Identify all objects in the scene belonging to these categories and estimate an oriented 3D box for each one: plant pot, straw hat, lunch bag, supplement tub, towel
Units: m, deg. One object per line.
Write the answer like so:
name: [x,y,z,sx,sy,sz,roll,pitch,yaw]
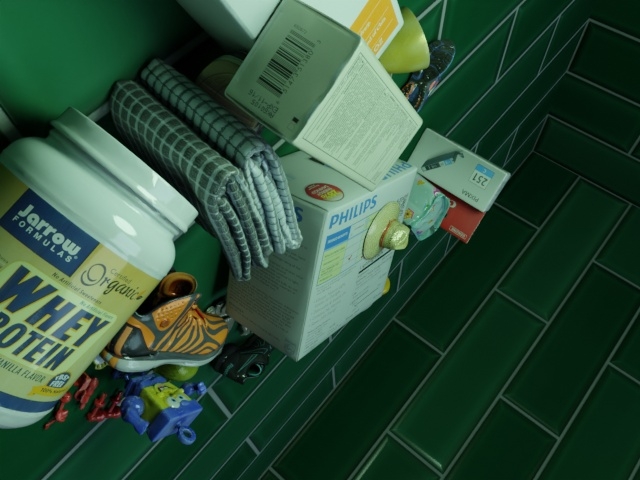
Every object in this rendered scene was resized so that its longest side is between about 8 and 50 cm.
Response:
plant pot: [0.155,-0.405,1.171,0.095,0.134,0.134,-25,155,-1]
straw hat: [0.155,-0.010,1.174,0.144,0.061,0.144,-44,150,-34]
lunch bag: [0.250,-0.122,1.632,0.160,0.223,0.262,-50,160,5]
supplement tub: [-0.318,0.026,0.651,0.316,0.228,0.228,-52,159,-8]
towel: [-0.163,-0.086,0.808,0.121,0.235,0.283,-44,156,-17]

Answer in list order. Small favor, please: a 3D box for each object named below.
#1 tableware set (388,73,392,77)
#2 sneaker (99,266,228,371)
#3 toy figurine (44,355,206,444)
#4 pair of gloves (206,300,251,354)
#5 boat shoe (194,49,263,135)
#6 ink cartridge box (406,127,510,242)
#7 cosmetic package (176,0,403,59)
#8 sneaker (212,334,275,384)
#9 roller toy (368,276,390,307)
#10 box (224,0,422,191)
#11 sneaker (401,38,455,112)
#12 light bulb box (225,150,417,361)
tableware set: [0.143,-0.337,1.362,0.104,0.024,0.154,-38,153,-36]
sneaker: [-0.262,0.148,1.093,0.180,0.124,0.321,-59,158,14]
toy figurine: [-0.324,0.343,1.127,0.191,0.217,0.362,-57,158,7]
pair of gloves: [-0.203,0.190,1.396,0.240,0.042,0.204,-27,152,-40]
boat shoe: [-0.125,-0.204,0.838,0.092,0.103,0.285,-60,-178,-20]
ink cartridge box: [0.402,-0.172,1.774,0.066,0.296,0.261,-12,133,-59]
cosmetic package: [-0.050,-0.352,0.744,0.230,0.161,0.453,-55,158,2]
sneaker: [-0.186,0.330,1.555,0.267,0.106,0.101,-16,135,-60]
roller toy: [0.084,0.111,1.665,0.191,0.209,0.146,-22,145,-21]
box: [0.024,-0.180,0.771,0.148,0.121,0.311,-55,159,7]
sneaker: [0.270,-0.421,1.453,0.221,0.083,0.087,-55,173,15]
light bulb box: [0.000,0.000,1.229,0.358,0.225,0.361,-29,138,-48]
